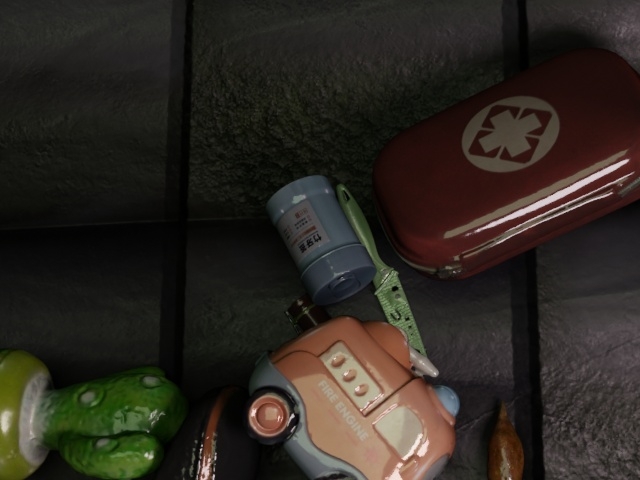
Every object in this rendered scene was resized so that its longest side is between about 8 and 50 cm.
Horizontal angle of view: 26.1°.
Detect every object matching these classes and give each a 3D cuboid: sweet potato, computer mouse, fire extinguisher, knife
[{"bbox_3d":[0.241,0.267,1.808,0.049,0.049,0.117,-4,68,12],"label":"sweet potato"},{"bbox_3d":[-0.164,0.342,1.795,0.116,0.183,0.323,26,88,14],"label":"computer mouse"},{"bbox_3d":[0.015,0.143,1.889,0.064,0.043,0.158,-30,68,-21],"label":"fire extinguisher"},{"bbox_3d":[0.085,0.046,1.914,0.043,0.020,0.293,-25,72,9],"label":"knife"}]

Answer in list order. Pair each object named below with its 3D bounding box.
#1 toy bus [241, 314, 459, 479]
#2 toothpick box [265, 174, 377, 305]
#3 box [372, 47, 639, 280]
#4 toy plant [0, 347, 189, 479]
[{"bbox_3d":[0.052,0.227,1.765,0.232,0.194,0.288,-42,79,1],"label":"toy bus"},{"bbox_3d":[0.000,0.000,1.901,0.101,0.101,0.153,-30,68,3],"label":"toothpick box"},{"bbox_3d":[0.263,-0.105,1.832,0.403,0.108,0.263,-26,46,4],"label":"box"},{"bbox_3d":[-0.330,0.241,1.869,0.315,0.224,0.185,2,116,13],"label":"toy plant"}]
